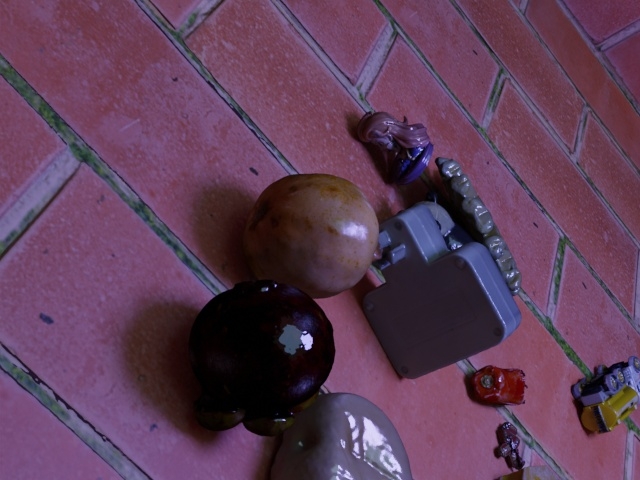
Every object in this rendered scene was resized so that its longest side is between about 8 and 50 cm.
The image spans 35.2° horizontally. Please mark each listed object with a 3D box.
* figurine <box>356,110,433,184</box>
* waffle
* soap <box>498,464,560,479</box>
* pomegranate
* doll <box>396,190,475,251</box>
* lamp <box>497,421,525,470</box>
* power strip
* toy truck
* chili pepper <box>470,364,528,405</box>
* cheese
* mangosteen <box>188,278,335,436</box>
[{"bbox_3d":[0.148,-0.192,1.926,0.157,0.114,0.126,51,1,-6],"label":"figurine"},{"bbox_3d":[0.312,-0.031,1.980,0.309,0.056,0.292,60,8,8],"label":"waffle"},{"bbox_3d":[0.365,0.497,1.755,0.140,0.073,0.232,50,35,-23],"label":"soap"},{"bbox_3d":[-0.014,-0.004,1.517,0.207,0.207,0.207,30,45,-36],"label":"pomegranate"},{"bbox_3d":[0.223,0.028,1.852,0.234,0.135,0.143,52,34,-7],"label":"doll"},{"bbox_3d":[0.351,0.374,1.861,0.063,0.031,0.083,43,35,-25],"label":"lamp"},{"bbox_3d":[0.168,0.081,1.657,0.141,0.229,0.261,-26,89,-54],"label":"power strip"},{"bbox_3d":[0.631,0.335,2.182,0.227,0.098,0.114,-17,84,-52],"label":"toy truck"},{"bbox_3d":[0.330,0.267,1.876,0.123,0.073,0.070,18,11,-47],"label":"chili pepper"},{"bbox_3d":[0.032,0.329,1.418,0.218,0.117,0.235,-19,78,-53],"label":"cheese"},{"bbox_3d":[-0.077,0.152,1.340,0.210,0.210,0.209,30,45,-36],"label":"mangosteen"}]
